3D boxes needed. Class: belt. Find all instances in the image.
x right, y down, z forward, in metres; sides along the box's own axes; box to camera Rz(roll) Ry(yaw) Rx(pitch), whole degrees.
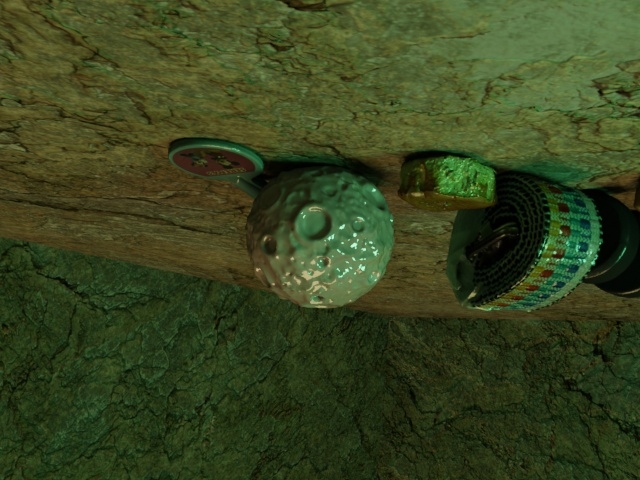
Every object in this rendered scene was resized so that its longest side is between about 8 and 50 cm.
[{"bbox_3d":[0.315,0.004,1.171,0.150,0.207,0.257,12,153,-24],"label":"belt"}]

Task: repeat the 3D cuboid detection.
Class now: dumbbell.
[{"bbox_3d":[0.497,0.011,1.252,0.153,0.152,0.218,-5,165,44],"label":"dumbbell"}]

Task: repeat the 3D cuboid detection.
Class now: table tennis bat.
[{"bbox_3d":[-0.152,-0.119,1.225,0.153,0.040,0.244,-2,163,25],"label":"table tennis bat"}]

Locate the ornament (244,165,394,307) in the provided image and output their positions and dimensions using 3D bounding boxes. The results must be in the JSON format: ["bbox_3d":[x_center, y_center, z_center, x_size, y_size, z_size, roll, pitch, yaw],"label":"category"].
[{"bbox_3d":[0.000,0.000,1.232,0.260,0.225,0.259,0,170,0],"label":"ornament"}]

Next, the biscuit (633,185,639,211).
[{"bbox_3d":[0.657,-0.022,1.123,0.344,0.057,0.287,17,-179,-45],"label":"biscuit"}]

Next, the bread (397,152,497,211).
[{"bbox_3d":[0.198,-0.087,1.116,0.128,0.069,0.140,-5,166,39],"label":"bread"}]
